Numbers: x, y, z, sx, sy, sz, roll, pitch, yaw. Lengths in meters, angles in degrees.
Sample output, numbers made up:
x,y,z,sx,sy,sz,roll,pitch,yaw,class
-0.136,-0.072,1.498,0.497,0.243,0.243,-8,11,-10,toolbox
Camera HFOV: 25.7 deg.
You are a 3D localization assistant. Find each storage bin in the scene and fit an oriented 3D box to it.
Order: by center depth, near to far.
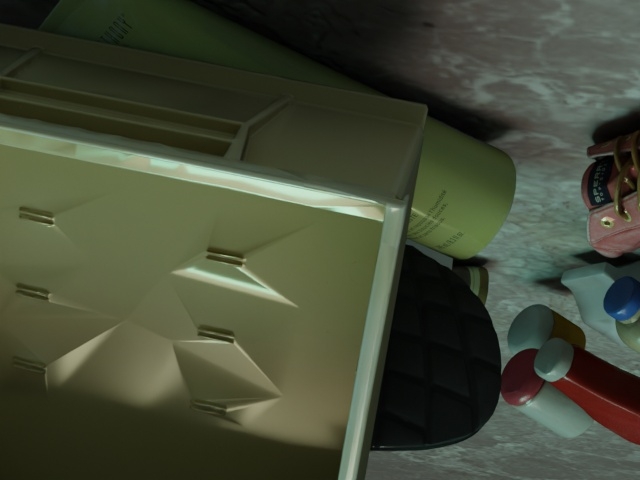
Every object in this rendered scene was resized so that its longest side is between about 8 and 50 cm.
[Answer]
x,y,z,sx,sy,sz,roll,pitch,yaw,class
-0.101,0.055,0.607,0.260,0.262,0.123,12,-155,8,storage bin

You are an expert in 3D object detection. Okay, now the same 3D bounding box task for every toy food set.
x,y,z,sx,sy,sz,roll,pitch,yaw,class
0.169,0.051,0.831,0.104,0.111,0.232,32,156,-24,toy food set

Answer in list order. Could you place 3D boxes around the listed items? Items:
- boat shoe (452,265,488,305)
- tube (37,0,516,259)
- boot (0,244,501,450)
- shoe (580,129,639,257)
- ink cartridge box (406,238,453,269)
x,y,z,sx,sy,sz,roll,pitch,yaw,class
0.062,0.046,0.970,0.049,0.056,0.152,21,151,-17,boat shoe
-0.019,-0.058,0.665,0.240,0.070,0.062,24,-164,-25,tube
-0.062,0.069,0.804,0.338,0.118,0.222,9,161,11,boot
0.160,-0.027,0.648,0.081,0.063,0.178,-1,165,17,shoe
0.000,0.000,0.838,0.135,0.056,0.099,17,162,-21,ink cartridge box
